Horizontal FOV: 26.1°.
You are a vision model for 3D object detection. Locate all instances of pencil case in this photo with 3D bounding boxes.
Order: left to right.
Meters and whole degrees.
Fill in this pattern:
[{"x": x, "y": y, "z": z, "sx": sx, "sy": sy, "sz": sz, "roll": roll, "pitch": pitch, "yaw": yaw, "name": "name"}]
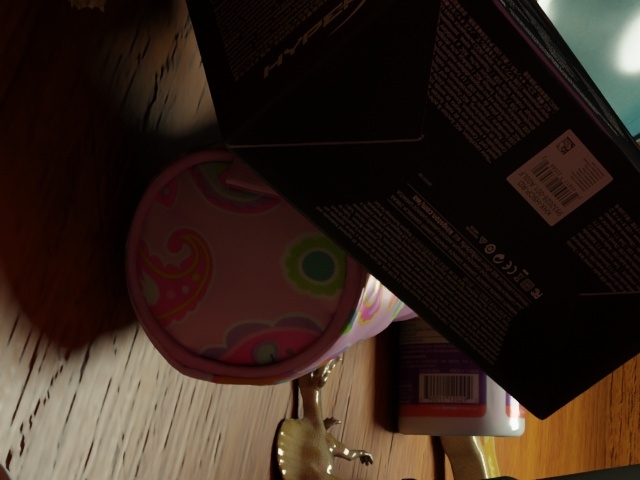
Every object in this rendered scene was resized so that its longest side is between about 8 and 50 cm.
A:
[{"x": 0.000, "y": 0.000, "z": 0.740, "sx": 0.284, "sy": 0.124, "sz": 0.124, "roll": -15, "pitch": 103, "yaw": -72, "name": "pencil case"}]

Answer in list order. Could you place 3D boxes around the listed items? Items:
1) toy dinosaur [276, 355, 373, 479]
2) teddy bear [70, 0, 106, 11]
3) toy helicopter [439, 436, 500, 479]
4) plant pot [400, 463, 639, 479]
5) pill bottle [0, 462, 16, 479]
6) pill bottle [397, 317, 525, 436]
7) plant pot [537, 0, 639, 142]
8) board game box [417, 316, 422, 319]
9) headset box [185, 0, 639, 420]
[{"x": -0.004, "y": 0.158, "z": 0.877, "sx": 0.092, "sy": 0.053, "sz": 0.183, "roll": 50, "pitch": 32, "yaw": -41, "name": "toy dinosaur"}, {"x": -0.067, "y": -0.184, "z": 0.447, "sx": 0.113, "sy": 0.245, "sz": 0.338, "roll": 45, "pitch": 15, "yaw": 3, "name": "teddy bear"}, {"x": 0.158, "y": 0.310, "z": 1.319, "sx": 0.235, "sy": 0.140, "sz": 0.355, "roll": -11, "pitch": 89, "yaw": -64, "name": "toy helicopter"}, {"x": 0.262, "y": 0.308, "z": 1.049, "sx": 0.341, "sy": 0.334, "sz": 0.341, "roll": 166, "pitch": -90, "yaw": -84, "name": "plant pot"}, {"x": -0.097, "y": 0.145, "z": 0.441, "sx": 0.184, "sy": 0.103, "sz": 0.103, "roll": 71, "pitch": 24, "yaw": -45, "name": "pill bottle"}, {"x": 0.119, "y": 0.068, "z": 1.168, "sx": 0.108, "sy": 0.108, "sz": 0.193, "roll": 27, "pitch": 64, "yaw": -71, "name": "pill bottle"}, {"x": 0.112, "y": -0.185, "z": 0.926, "sx": 0.255, "sy": 0.272, "sz": 0.271, "roll": -8, "pitch": 97, "yaw": -58, "name": "plant pot"}, {"x": 0.109, "y": -0.003, "z": 1.073, "sx": 0.193, "sy": 0.045, "sz": 0.146, "roll": 24, "pitch": 59, "yaw": -32, "name": "board game box"}, {"x": 0.042, "y": -0.093, "z": 0.642, "sx": 0.218, "sy": 0.110, "sz": 0.293, "roll": 41, "pitch": 19, "yaw": -35, "name": "headset box"}]
